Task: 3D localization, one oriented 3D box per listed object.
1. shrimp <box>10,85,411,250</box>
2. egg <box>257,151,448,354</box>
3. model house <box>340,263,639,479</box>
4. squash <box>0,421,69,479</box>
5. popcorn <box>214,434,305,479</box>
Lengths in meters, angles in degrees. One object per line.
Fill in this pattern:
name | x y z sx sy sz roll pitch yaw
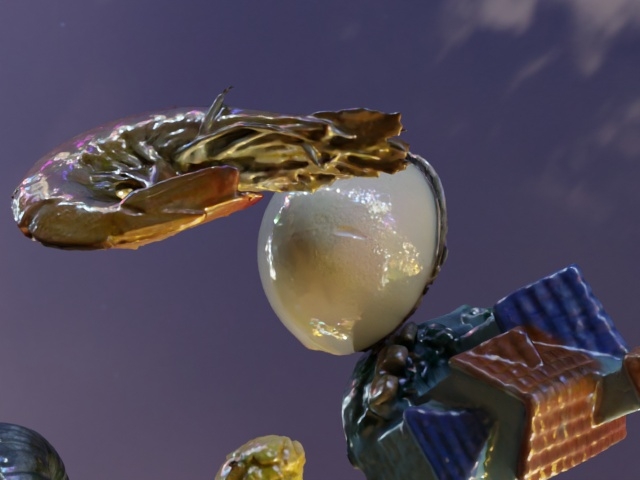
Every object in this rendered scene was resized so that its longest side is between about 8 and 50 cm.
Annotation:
shrimp | -0.070 -0.044 0.661 0.249 0.150 0.068 -11 -57 9
egg | 0.002 -0.004 1.319 0.286 0.174 0.264 2 -105 59
model house | 0.229 0.158 1.234 0.329 0.295 0.251 -37 -109 46
squash | -0.366 0.311 1.251 0.172 0.218 0.218 -39 -111 -1
popcorn | -0.097 0.382 1.729 0.167 0.148 0.152 -35 -63 16
